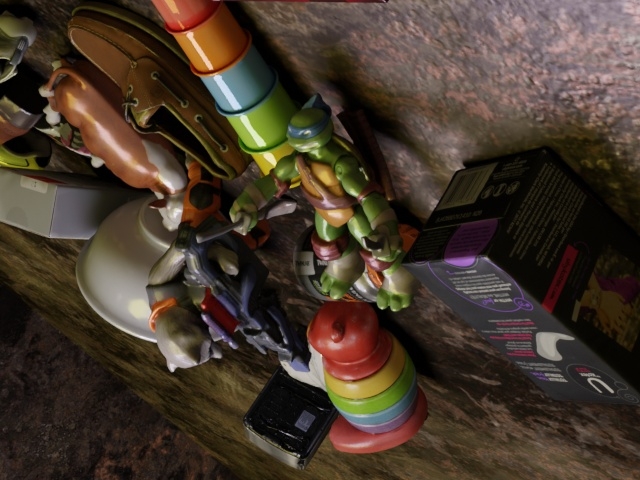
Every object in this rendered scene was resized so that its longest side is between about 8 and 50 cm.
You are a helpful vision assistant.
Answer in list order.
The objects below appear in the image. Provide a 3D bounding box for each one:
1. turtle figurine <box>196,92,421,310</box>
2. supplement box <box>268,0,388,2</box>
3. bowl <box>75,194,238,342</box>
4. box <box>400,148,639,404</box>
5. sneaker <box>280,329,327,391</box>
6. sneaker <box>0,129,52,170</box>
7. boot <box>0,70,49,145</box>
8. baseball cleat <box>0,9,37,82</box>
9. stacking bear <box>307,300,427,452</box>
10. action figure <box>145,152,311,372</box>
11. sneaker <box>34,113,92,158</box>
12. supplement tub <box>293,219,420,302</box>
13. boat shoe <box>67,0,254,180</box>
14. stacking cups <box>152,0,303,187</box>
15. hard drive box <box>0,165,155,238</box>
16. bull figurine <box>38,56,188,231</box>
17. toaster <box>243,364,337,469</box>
[{"bbox_3d":[0.000,0.000,1.311,0.198,0.275,0.266,-17,136,15],"label":"turtle figurine"},{"bbox_3d":[-0.038,-0.286,1.040,0.239,0.073,0.130,12,150,44],"label":"supplement box"},{"bbox_3d":[-0.229,0.017,1.817,0.298,0.298,0.134,30,128,10],"label":"bowl"},{"bbox_3d":[0.253,0.047,1.256,0.270,0.143,0.165,41,158,-21],"label":"box"},{"bbox_3d":[-0.014,0.212,2.101,0.169,0.108,0.292,21,158,24],"label":"sneaker"},{"bbox_3d":[-0.620,-0.247,1.985,0.147,0.145,0.385,-27,120,33],"label":"sneaker"},{"bbox_3d":[-0.607,-0.236,1.862,0.264,0.096,0.280,37,137,-25],"label":"boot"},{"bbox_3d":[-0.491,-0.287,1.675,0.072,0.109,0.206,30,168,-37],"label":"baseball cleat"},{"bbox_3d":[0.067,0.205,1.903,0.164,0.175,0.289,3,138,28],"label":"stacking bear"},{"bbox_3d":[-0.135,0.048,1.570,0.178,0.330,0.341,-6,136,26],"label":"action figure"},{"bbox_3d":[-0.391,-0.174,1.866,0.178,0.072,0.077,31,171,36],"label":"sneaker"},{"bbox_3d":[0.056,0.026,1.550,0.117,0.117,0.190,42,159,-23],"label":"supplement tub"},{"bbox_3d":[-0.208,-0.193,1.466,0.307,0.104,0.111,32,160,5],"label":"boat shoe"},{"bbox_3d":[-0.093,-0.197,1.324,0.096,0.096,0.316,16,150,40],"label":"stacking cups"},{"bbox_3d":[-0.425,-0.062,1.954,0.181,0.089,0.232,16,-172,35],"label":"hard drive box"},{"bbox_3d":[-0.297,-0.148,1.702,0.188,0.101,0.310,16,147,50],"label":"bull figurine"},{"bbox_3d":[-0.065,0.393,2.487,0.168,0.186,0.110,28,155,13],"label":"toaster"}]
